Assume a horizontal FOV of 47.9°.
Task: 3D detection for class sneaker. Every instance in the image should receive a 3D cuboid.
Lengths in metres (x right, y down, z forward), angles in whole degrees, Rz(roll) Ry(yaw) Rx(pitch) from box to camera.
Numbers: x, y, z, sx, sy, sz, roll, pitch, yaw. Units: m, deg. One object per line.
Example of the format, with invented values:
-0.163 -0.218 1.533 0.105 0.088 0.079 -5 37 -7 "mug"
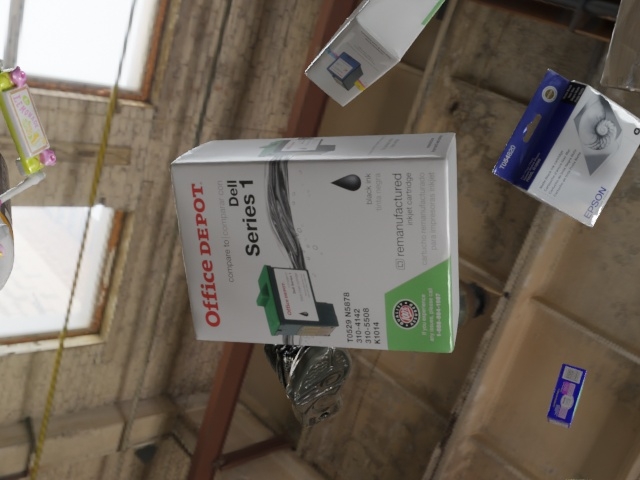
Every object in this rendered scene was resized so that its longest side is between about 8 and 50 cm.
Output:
-0.024 0.149 0.920 0.130 0.087 0.227 58 -14 23 "sneaker"

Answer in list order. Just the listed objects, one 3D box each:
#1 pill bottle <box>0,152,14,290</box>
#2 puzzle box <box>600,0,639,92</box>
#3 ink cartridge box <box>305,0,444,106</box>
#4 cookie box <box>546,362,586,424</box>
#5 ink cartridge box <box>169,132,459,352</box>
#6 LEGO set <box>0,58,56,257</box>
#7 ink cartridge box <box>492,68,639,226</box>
-0.460 -0.049 0.867 0.162 0.162 0.278 -66 -146 24 "pill bottle"
0.445 -0.258 0.706 0.052 0.408 0.272 28 -67 51 "puzzle box"
0.082 -0.319 1.114 0.154 0.093 0.212 -54 -166 -20 "ink cartridge box"
0.403 0.256 1.179 0.040 0.107 0.092 17 -101 22 "cookie box"
0.000 0.000 0.591 0.219 0.092 0.160 0 -71 15 "ink cartridge box"
-0.254 -0.023 0.489 0.132 0.107 0.287 16 -61 8 "LEGO set"
0.467 -0.170 1.338 0.223 0.224 0.045 -63 -164 6 "ink cartridge box"
